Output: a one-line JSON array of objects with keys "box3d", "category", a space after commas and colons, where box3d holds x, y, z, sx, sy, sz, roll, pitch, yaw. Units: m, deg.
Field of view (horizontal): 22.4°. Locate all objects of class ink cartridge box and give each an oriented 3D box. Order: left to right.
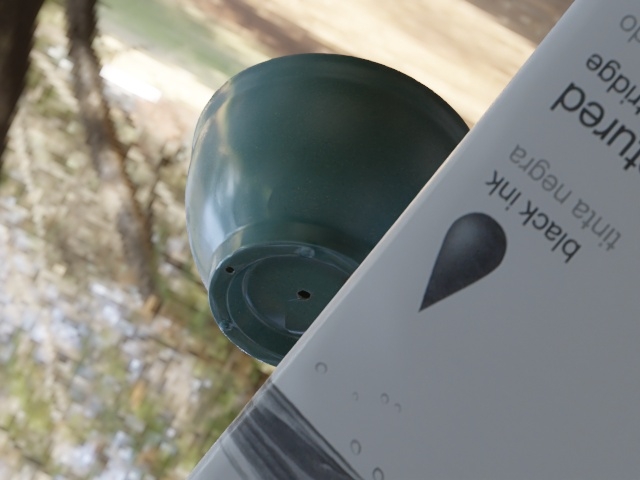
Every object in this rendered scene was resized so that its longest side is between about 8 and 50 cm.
[{"box3d": [0.085, 0.096, 0.449, 0.211, 0.289, 0.121, 42, -168, 18], "category": "ink cartridge box"}]

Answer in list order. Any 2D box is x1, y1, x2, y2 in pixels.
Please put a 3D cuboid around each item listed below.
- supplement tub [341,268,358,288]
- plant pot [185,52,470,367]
[{"box3d": [0.085, 0.194, 1.071, 0.207, 0.338, 0.207, 8, -161, -3], "category": "supplement tub"}, {"box3d": [0.000, 0.000, 1.516, 0.293, 0.293, 0.196, 27, -136, -12], "category": "plant pot"}]
